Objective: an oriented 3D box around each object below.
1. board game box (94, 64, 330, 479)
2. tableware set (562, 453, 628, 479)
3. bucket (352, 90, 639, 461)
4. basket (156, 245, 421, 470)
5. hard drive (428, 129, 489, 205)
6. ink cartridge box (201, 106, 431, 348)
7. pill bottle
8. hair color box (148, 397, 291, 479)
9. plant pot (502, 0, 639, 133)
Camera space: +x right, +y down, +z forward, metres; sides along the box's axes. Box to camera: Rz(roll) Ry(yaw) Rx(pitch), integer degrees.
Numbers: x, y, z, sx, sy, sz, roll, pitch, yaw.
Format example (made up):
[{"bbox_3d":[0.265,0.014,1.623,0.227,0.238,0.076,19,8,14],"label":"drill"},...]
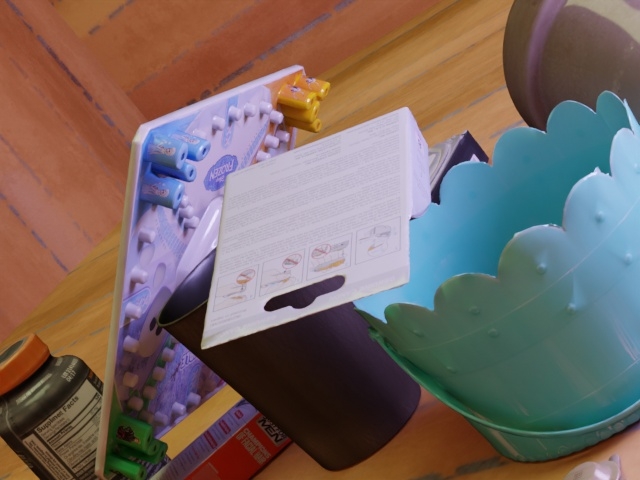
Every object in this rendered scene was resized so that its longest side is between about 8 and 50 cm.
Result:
[{"bbox_3d":[-0.109,0.027,1.516,0.390,0.050,0.390,-35,-42,-62],"label":"board game box"},{"bbox_3d":[0.160,0.209,0.957,0.169,0.020,0.141,-37,11,13],"label":"tableware set"},{"bbox_3d":[0.184,0.034,1.116,0.281,0.183,0.281,-37,13,11],"label":"bucket"},{"bbox_3d":[-0.018,0.099,1.339,0.154,0.227,0.204,-25,20,45],"label":"basket"},{"bbox_3d":[0.055,-0.006,1.848,0.339,0.064,0.237,-31,15,35],"label":"hard drive"},{"bbox_3d":[0.000,0.000,1.165,0.189,0.066,0.232,-19,41,18],"label":"ink cartridge box"},{"bbox_3d":[-0.291,0.225,1.610,0.130,0.245,0.130,-36,13,10],"label":"pill bottle"},{"bbox_3d":[-0.111,0.241,1.498,0.167,0.053,0.093,-42,12,-6],"label":"hair color box"},{"bbox_3d":[0.334,-0.160,1.282,0.263,0.263,0.229,-38,30,3],"label":"plant pot"}]
